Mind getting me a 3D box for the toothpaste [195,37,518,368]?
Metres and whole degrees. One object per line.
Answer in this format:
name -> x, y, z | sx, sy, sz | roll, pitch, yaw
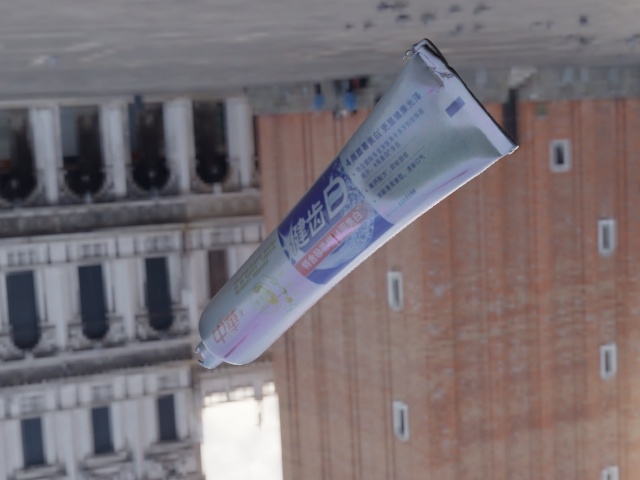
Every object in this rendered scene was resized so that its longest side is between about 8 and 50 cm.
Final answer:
toothpaste -> 0.000, 0.000, 0.396 | 0.028, 0.045, 0.170 | -26, 166, -48
